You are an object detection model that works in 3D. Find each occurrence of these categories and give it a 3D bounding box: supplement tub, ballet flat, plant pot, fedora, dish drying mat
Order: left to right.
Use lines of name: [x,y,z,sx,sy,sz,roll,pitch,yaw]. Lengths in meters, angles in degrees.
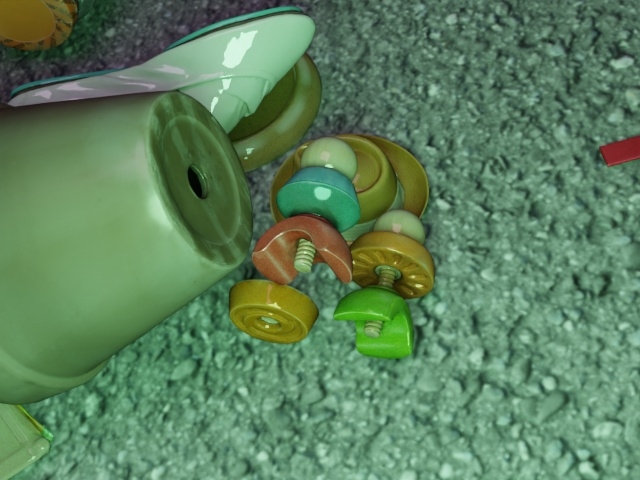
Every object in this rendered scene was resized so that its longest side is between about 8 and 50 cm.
supplement tub: [-0.379,-0.428,1.725,0.194,0.193,0.316,-1,56,12]
plant pot: [-0.235,-0.018,1.295,0.280,0.323,0.323,-18,52,25]
ballet flat: [-0.186,-0.163,1.520,0.400,0.139,0.139,-16,55,8]
plant pot: [-0.116,-0.186,1.601,0.236,0.032,0.236,-6,55,8]
fedora: [0.027,-0.069,1.460,0.194,0.079,0.194,-6,55,9]
dish drying mat: [0.367,-0.107,1.452,0.083,0.008,0.032,-16,54,3]

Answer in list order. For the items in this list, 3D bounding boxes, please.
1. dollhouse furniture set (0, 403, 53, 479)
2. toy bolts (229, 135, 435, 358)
dollhouse furniture set: [-0.474,0.250,1.372,0.301,0.151,0.197,-32,75,-30]
toy bolts: [0.000,0.000,1.338,0.218,0.228,0.158,1,57,23]
